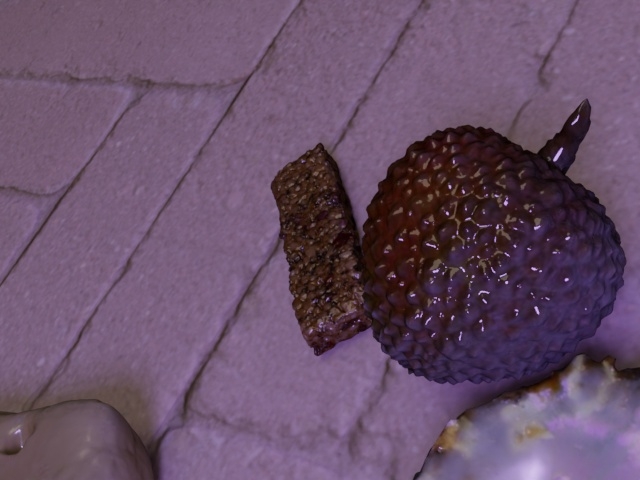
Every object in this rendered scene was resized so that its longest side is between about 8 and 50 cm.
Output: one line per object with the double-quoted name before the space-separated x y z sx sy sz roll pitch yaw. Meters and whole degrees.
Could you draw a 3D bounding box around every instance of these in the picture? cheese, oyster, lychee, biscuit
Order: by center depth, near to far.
"oyster" 0.127 0.174 0.511 0.198 0.092 0.260 0 44 37
"lychee" 0.107 0.001 0.615 0.197 0.165 0.165 -54 39 9
"cheese" -0.240 0.202 0.763 0.263 0.093 0.159 -9 51 32
"biscuit" 0.000 0.000 0.800 0.064 0.034 0.199 -28 42 13
